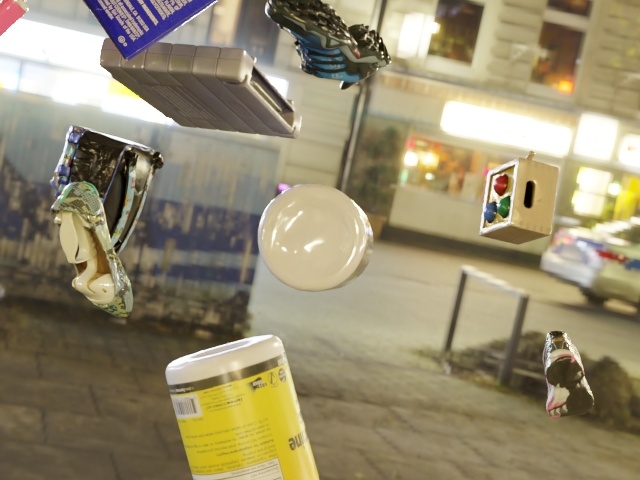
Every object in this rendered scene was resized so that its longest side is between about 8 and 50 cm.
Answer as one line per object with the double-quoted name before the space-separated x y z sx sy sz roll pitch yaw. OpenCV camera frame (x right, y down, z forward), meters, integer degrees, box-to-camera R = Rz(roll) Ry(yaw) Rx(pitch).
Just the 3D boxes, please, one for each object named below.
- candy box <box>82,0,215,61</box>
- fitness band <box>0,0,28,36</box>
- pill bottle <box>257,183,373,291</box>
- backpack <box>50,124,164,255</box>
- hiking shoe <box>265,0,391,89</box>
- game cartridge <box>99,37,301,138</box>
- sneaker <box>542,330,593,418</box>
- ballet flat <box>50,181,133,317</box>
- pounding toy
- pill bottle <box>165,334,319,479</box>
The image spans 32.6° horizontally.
"candy box" -0.073 -0.334 1.083 0.317 0.122 0.268 -30 17 15
"fitness band" -0.505 -0.324 1.407 0.209 0.291 0.054 49 -6 -28
"pill bottle" 0.000 0.000 1.716 0.162 0.162 0.278 12 -1 6
"backpack" -0.313 -0.063 1.551 0.117 0.173 0.158 19 5 7
"hiking shoe" -0.001 -0.357 2.024 0.304 0.132 0.113 21 39 -44
"game cartridge" -0.181 -0.239 1.734 0.230 0.068 0.355 12 -6 14
"sneaker" 0.368 0.198 1.641 0.072 0.077 0.178 -6 -41 6
"ballet flat" -0.277 0.023 1.304 0.070 0.188 0.070 -13 26 6
"pounding toy" 0.346 -0.091 2.026 0.094 0.181 0.206 13 -12 -15
"pill bottle" -0.109 0.327 1.689 0.188 0.334 0.188 -15 1 0
